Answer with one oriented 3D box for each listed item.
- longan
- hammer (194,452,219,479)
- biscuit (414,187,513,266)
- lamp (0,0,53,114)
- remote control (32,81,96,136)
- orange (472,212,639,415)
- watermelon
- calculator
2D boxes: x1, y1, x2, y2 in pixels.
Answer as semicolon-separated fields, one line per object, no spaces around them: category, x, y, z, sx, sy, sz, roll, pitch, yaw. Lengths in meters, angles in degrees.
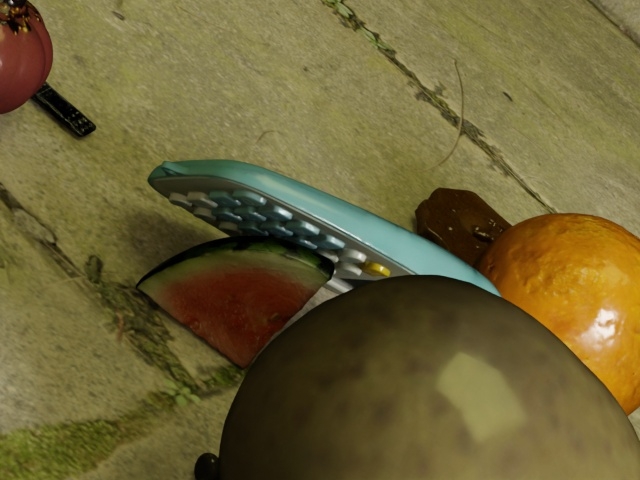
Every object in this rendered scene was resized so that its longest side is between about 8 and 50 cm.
longan;0.090;0.201;1.433;0.361;0.361;0.361;29;27;-16
hammer;-0.043;0.292;1.453;0.058;0.029;0.292;15;35;-34
biscuit;0.192;0.012;2.205;0.182;0.034;0.215;40;28;9
lamp;-0.352;-0.212;1.774;0.182;0.140;0.182;31;23;-15
remote control;-0.284;-0.144;1.888;0.096;0.014;0.039;40;26;4
orange;0.274;0.090;1.951;0.246;0.246;0.246;29;27;-16
watermelon;-0.063;0.035;1.721;0.193;0.145;0.137;8;42;-46
calculator;0.000;0.000;1.795;0.386;0.054;0.256;25;-12;-29
